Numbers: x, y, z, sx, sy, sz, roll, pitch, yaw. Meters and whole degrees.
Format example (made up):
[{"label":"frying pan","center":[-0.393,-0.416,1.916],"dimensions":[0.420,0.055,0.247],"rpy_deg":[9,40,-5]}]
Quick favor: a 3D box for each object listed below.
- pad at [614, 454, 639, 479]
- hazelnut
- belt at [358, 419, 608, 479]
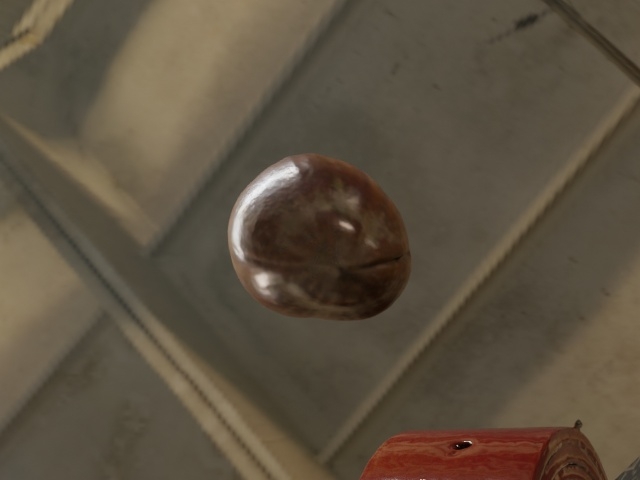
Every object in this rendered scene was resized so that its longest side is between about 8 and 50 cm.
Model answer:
[{"label":"pad","center":[0.118,0.158,0.627],"dimensions":[0.004,0.330,0.220],"rpy_deg":[37,-56,2]},{"label":"hazelnut","center":[0.000,0.000,0.701],"dimensions":[0.086,0.086,0.086],"rpy_deg":[-4,-98,28]},{"label":"belt","center":[0.114,0.224,0.950],"dimensions":[0.115,0.324,0.227],"rpy_deg":[-3,-99,21]}]
